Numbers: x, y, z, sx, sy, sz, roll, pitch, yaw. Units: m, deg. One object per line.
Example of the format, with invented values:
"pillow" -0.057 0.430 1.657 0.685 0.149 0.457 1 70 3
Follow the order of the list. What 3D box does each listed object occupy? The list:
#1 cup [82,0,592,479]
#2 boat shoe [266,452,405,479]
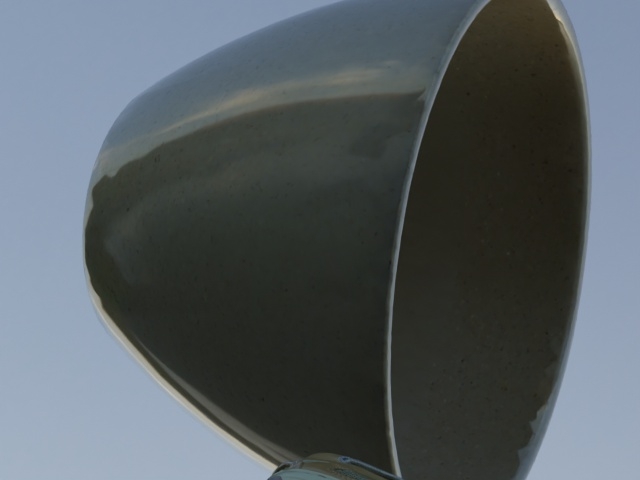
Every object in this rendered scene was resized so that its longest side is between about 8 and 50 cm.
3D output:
"cup" 0.000 0.000 1.016 0.237 0.331 0.331 8 -51 24
"boat shoe" 0.065 0.128 0.629 0.190 0.072 0.068 30 -61 14
